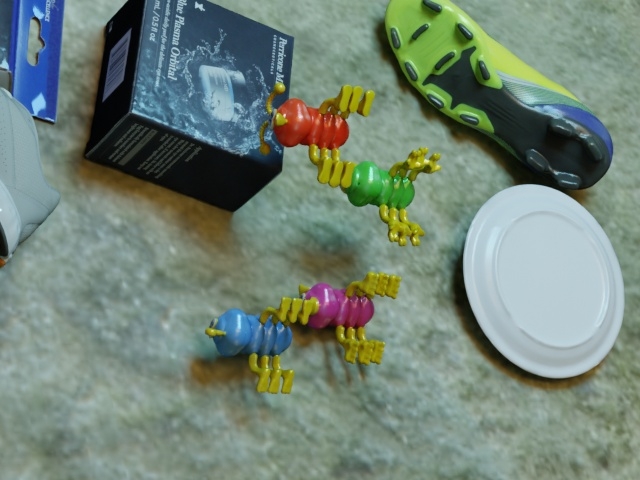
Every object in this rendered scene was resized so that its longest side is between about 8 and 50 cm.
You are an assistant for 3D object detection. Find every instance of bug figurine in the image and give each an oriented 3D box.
[{"bbox_3d":[0.000,0.000,1.655,0.216,0.072,0.279,14,93,-47],"label":"bug figurine"}]

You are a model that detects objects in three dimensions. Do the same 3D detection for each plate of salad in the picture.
[{"bbox_3d":[0.220,0.042,1.855,0.200,0.048,0.199,9,72,-28],"label":"plate of salad"}]

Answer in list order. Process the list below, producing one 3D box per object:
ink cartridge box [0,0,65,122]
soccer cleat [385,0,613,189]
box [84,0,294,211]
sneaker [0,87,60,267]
[{"bbox_3d":[-0.364,-0.223,1.595,0.333,0.065,0.165,14,58,-28],"label":"ink cartridge box"},{"bbox_3d":[0.183,-0.159,1.929,0.289,0.093,0.121,39,20,-5],"label":"soccer cleat"},{"bbox_3d":[-0.117,-0.133,1.692,0.158,0.093,0.156,20,56,-25],"label":"box"},{"bbox_3d":[-0.304,-0.111,1.538,0.121,0.099,0.262,-44,118,-53],"label":"sneaker"}]
